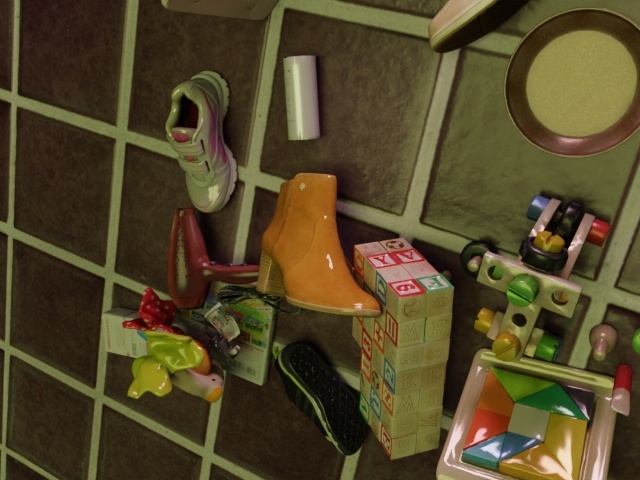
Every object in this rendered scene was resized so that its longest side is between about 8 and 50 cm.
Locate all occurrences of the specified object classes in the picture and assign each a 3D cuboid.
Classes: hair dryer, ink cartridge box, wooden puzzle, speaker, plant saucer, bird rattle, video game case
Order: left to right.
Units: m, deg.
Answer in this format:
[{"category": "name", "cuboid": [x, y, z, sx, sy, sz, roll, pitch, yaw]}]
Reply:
[{"category": "ink cartridge box", "cuboid": [-0.394, 0.195, 1.377, 0.122, 0.052, 0.089, 6, 105, 24]}, {"category": "bird rattle", "cuboid": [-0.273, 0.215, 1.218, 0.207, 0.253, 0.143, 39, 89, -23]}, {"category": "hair dryer", "cuboid": [-0.181, 0.061, 1.208, 0.223, 0.080, 0.294, -40, 88, 14]}, {"category": "video game case", "cuboid": [-0.191, 0.152, 1.278, 0.226, 0.026, 0.207, 17, 110, 23]}, {"category": "speaker", "cuboid": [-0.031, -0.234, 1.079, 0.055, 0.055, 0.136, 3, 104, 27]}, {"category": "wooden puzzle", "cuboid": [0.304, 0.275, 0.952, 0.220, 0.239, 0.044, 10, 141, 25]}, {"category": "plant saucer", "cuboid": [0.355, -0.214, 0.898, 0.198, 0.036, 0.199, 7, 107, 26]}]

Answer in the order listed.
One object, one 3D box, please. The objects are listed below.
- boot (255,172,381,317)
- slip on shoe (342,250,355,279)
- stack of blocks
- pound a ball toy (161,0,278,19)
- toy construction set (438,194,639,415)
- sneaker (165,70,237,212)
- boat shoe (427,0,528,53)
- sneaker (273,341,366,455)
[{"category": "boot", "cuboid": [0.000, 0.000, 1.030, 0.295, 0.104, 0.211, 11, 88, 51]}, {"category": "slip on shoe", "cuboid": [0.025, 0.052, 1.130, 0.041, 0.051, 0.135, -24, 92, 53]}, {"category": "stack of blocks", "cuboid": [0.120, 0.168, 1.032, 0.171, 0.087, 0.297, -129, 34, -59]}, {"category": "pound a ball toy", "cuboid": [-0.196, -0.449, 0.956, 0.208, 0.319, 0.136, 46, 118, 10]}, {"category": "toy construction set", "cuboid": [0.312, 0.107, 0.886, 0.309, 0.237, 0.257, 46, 118, 10]}, {"category": "sneaker", "cuboid": [-0.222, -0.170, 1.161, 0.102, 0.111, 0.253, 1, 104, 27]}, {"category": "boat shoe", "cuboid": [0.253, -0.378, 0.871, 0.302, 0.109, 0.098, -41, 79, 23]}, {"category": "sneaker", "cuboid": [-0.005, 0.286, 1.202, 0.235, 0.084, 0.097, 57, 144, 5]}]
